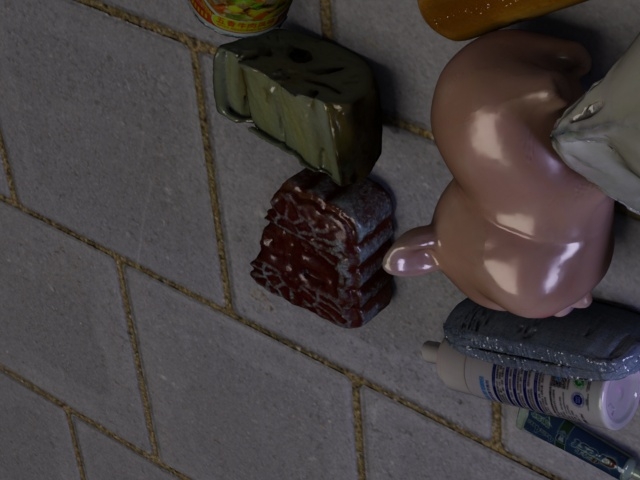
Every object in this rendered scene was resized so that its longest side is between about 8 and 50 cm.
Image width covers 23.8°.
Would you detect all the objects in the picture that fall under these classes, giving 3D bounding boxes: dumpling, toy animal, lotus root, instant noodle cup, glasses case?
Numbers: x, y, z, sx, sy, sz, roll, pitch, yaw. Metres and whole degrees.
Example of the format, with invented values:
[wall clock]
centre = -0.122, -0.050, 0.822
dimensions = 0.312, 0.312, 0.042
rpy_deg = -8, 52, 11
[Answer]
[dumpling]
centre = 0.409, -0.125, 1.432
dimensions = 0.260, 0.181, 0.341
rpy_deg = 38, 107, -23
[toy animal]
centre = 0.214, -0.064, 1.652
dimensions = 0.269, 0.237, 0.326
rpy_deg = -14, 109, 43
[lotus root]
centre = -0.018, -0.172, 1.868
dimensions = 0.235, 0.138, 0.119
rpy_deg = 28, 134, 29
[instant noodle cup]
centre = -0.079, -0.344, 1.757
dimensions = 0.193, 0.193, 0.212
rpy_deg = 42, 151, 12
[glasses case]
centre = 0.273, 0.111, 1.829
dimensions = 0.282, 0.109, 0.067
rpy_deg = 7, 128, 45

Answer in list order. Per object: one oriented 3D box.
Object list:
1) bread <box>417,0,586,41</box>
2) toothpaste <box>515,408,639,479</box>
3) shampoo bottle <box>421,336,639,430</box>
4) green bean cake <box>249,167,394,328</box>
[bread]
centre = 0.200, -0.275, 1.586
dimensions = 0.092, 0.074, 0.239
rpy_deg = 46, 150, -23
[toothpaste]
centre = 0.338, 0.262, 1.963
dimensions = 0.197, 0.035, 0.057
rpy_deg = 28, 123, 31
[shampoo bottle]
centre = 0.252, 0.166, 1.918
dimensions = 0.303, 0.092, 0.092
rpy_deg = 9, 128, 43
[green bean cake]
centre = 0.000, 0.000, 2.035
dimensions = 0.198, 0.097, 0.232
rpy_deg = 30, 141, 26
